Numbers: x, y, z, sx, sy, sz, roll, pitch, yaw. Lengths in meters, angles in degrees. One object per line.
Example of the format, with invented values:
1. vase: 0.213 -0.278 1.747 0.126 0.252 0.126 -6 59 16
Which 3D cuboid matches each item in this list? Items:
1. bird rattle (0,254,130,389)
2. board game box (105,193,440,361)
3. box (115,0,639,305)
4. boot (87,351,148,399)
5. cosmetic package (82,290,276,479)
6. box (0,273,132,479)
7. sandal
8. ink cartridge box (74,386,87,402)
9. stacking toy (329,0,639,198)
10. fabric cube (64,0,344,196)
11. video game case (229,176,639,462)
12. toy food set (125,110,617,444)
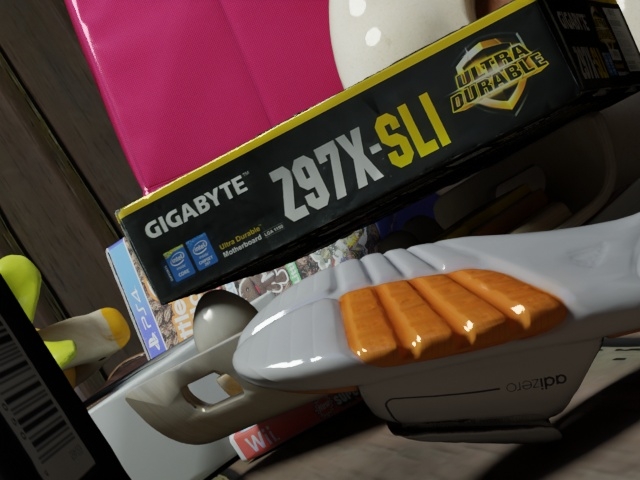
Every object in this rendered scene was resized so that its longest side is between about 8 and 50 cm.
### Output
1. bird rattle: -0.254 0.127 1.412 0.207 0.143 0.253 -17 -25 -49
2. board game box: 0.000 0.000 1.614 0.291 0.141 0.232 -31 -14 37
3. box: 0.052 -0.066 1.248 0.322 0.079 0.257 -26 -2 21
4. boot: -0.247 0.227 2.119 0.248 0.090 0.207 -31 13 3
5. cosmetic package: -0.208 0.199 1.395 0.377 0.097 0.284 -34 0 -35
6. box: -0.308 0.158 0.842 0.395 0.293 0.212 -32 1 4
7. sandal: 0.095 0.042 0.716 0.265 0.076 0.102 -11 21 13
8. ink cartridge box: -0.329 0.253 1.733 0.197 0.114 0.273 -33 2 16
9. stacking toy: 0.235 -0.174 1.583 0.350 0.351 0.480 -32 -14 14
10. fabric cube: -0.077 -0.175 1.676 0.259 0.258 0.254 -23 -12 -3
11. video game case: 0.087 0.054 1.259 0.285 0.025 0.204 -32 1 36
12. toy food set: 0.033 0.020 1.192 0.306 0.092 0.220 -33 1 -31
